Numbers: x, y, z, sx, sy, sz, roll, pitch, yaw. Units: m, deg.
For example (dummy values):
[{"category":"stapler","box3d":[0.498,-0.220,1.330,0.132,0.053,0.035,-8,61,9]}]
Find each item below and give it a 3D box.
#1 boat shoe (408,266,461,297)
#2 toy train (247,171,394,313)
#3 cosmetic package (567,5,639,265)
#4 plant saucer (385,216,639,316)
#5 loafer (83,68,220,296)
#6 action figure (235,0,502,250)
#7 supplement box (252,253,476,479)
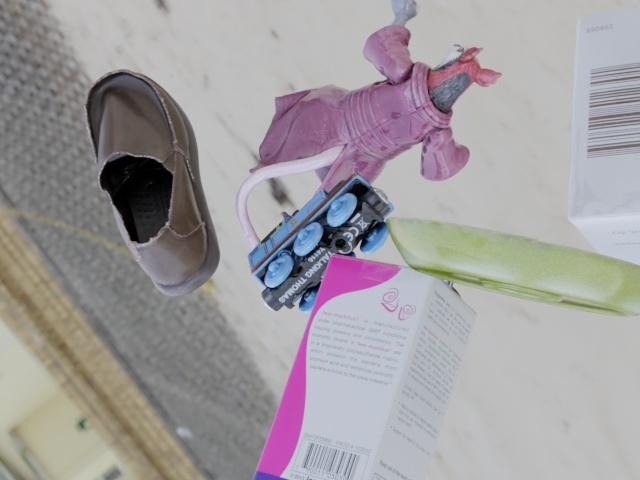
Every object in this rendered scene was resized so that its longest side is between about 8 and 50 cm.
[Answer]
[{"category":"boat shoe","box3d":[0.141,0.087,1.853,0.080,0.076,0.228,-97,23,-46]},{"category":"toy train","box3d":[0.000,0.000,1.608,0.080,0.184,0.105,39,-167,-26]},{"category":"cosmetic package","box3d":[0.572,-0.117,2.074,0.327,0.329,0.394,-5,157,27]},{"category":"plant saucer","box3d":[0.167,0.026,1.177,0.241,0.037,0.241,13,176,1]},{"category":"loafer","box3d":[-0.231,-0.103,1.919,0.366,0.134,0.130,63,-173,33]},{"category":"action figure","box3d":[0.062,-0.161,1.877,0.370,0.276,0.248,-29,94,38]},{"category":"supplement box","box3d":[0.043,0.137,1.291,0.111,0.220,0.114,10,164,32]}]
